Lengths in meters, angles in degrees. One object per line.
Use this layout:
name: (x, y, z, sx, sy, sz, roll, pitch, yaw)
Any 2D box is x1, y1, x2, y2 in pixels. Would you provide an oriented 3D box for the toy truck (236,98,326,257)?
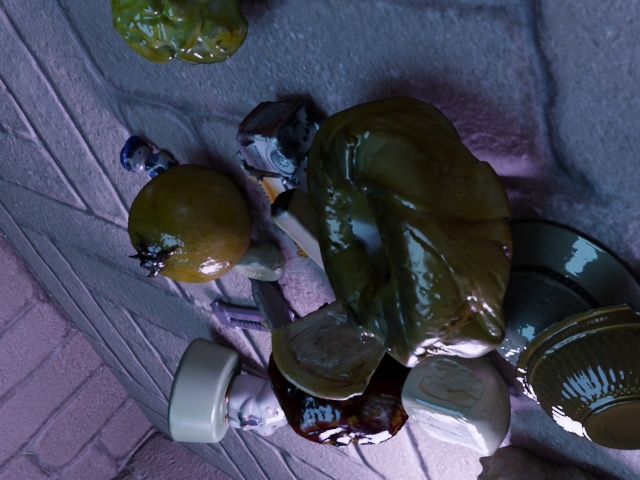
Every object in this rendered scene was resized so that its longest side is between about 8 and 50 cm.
toy truck: (-0.028, -0.094, 1.263, 0.135, 0.114, 0.270, 10, 141, 40)

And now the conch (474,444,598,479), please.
conch: (0.424, 0.507, 1.472, 0.263, 0.186, 0.324, 39, 161, -34)

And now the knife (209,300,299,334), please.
knife: (-0.153, 0.199, 1.941, 0.399, 0.038, 0.132, 2, 130, 54)

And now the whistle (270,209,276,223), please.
whistle: (-0.038, -0.049, 1.416, 0.109, 0.046, 0.057, -14, 105, 53)

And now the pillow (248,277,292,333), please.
pillow: (-0.086, 0.169, 1.690, 0.255, 0.059, 0.169, 60, -178, 36)

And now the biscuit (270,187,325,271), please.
biscuit: (0.000, 0.000, 1.206, 0.052, 0.056, 0.188, -22, 126, 38)

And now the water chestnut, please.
water chestnut: (0.050, 0.246, 1.503, 0.289, 0.289, 0.244, 12, 130, 46)

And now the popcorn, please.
popcorn: (-0.173, -0.327, 1.069, 0.213, 0.198, 0.198, -34, 103, 36)

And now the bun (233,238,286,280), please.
bun: (-0.124, 0.036, 1.617, 0.115, 0.069, 0.115, 12, 159, 5)

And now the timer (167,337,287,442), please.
timer: (-0.227, 0.440, 2.209, 0.316, 0.290, 0.290, 11, 146, 9)

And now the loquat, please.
loquat: (-0.253, -0.026, 1.528, 0.244, 0.244, 0.243, 33, 152, 20)

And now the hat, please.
hat: (0.303, 0.108, 1.082, 0.257, 0.130, 0.257, 33, 151, 21)

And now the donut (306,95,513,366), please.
donut: (0.112, -0.005, 1.040, 0.360, 0.170, 0.360, 53, 153, 42)

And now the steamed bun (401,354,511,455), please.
steamed bun: (0.247, 0.266, 1.386, 0.170, 0.152, 0.238, 16, 159, 31)

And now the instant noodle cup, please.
instant noodle cup: (0.381, 0.190, 0.987, 0.274, 0.090, 0.274, 3, 138, 3)

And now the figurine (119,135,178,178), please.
figurine: (-0.352, -0.164, 1.663, 0.136, 0.077, 0.079, 25, -174, 3)

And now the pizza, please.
pizza: (0.050, 0.169, 1.387, 0.181, 0.262, 0.034, 52, 169, 19)
